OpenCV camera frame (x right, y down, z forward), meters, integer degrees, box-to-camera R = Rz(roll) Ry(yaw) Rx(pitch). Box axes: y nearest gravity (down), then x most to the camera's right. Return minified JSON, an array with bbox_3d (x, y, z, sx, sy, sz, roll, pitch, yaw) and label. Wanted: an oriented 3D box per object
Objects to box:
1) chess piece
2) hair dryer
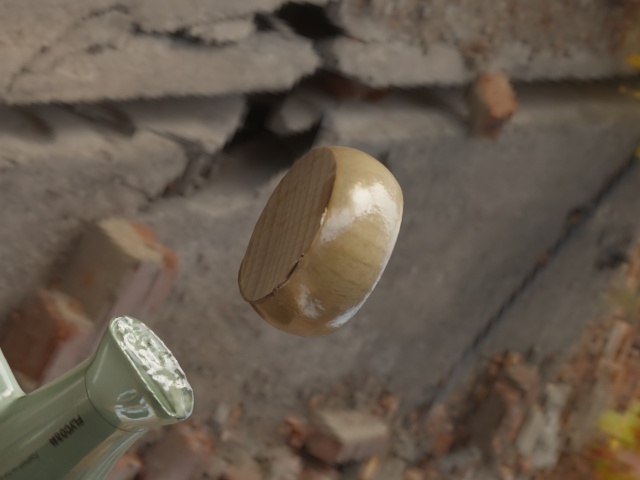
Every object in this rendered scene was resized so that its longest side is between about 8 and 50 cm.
[{"bbox_3d":[0.000,0.000,0.732,0.038,0.084,0.083,30,83,-19],"label":"chess piece"},{"bbox_3d":[-0.183,0.038,0.956,0.075,0.237,0.206,-29,171,-42],"label":"hair dryer"}]
